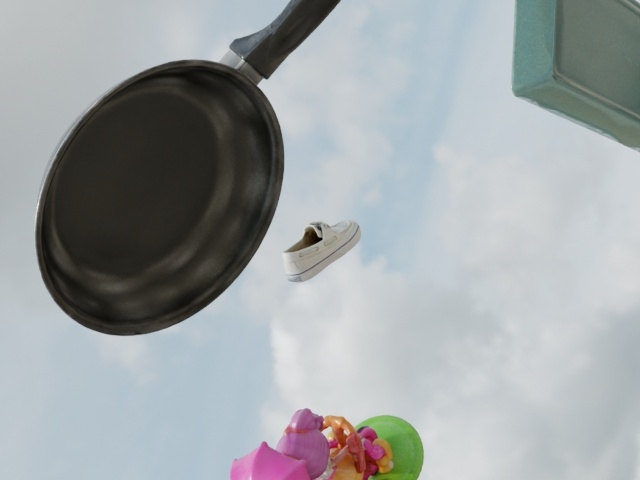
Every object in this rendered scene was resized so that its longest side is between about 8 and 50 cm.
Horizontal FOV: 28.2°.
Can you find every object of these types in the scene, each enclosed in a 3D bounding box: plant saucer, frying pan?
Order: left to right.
[{"bbox_3d":[-0.086,-0.088,0.833,0.197,0.053,0.326,5,-71,-47],"label":"frying pan"},{"bbox_3d":[0.136,-0.080,0.576,0.192,0.018,0.067,11,-100,-54],"label":"plant saucer"}]

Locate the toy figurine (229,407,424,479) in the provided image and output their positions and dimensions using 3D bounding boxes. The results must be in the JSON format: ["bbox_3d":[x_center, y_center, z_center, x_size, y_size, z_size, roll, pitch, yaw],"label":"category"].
[{"bbox_3d":[0.002,0.174,0.886,0.159,0.130,0.173,49,-129,-51],"label":"toy figurine"}]

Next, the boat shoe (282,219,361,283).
[{"bbox_3d":[0.000,0.000,1.101,0.100,0.035,0.035,-37,-65,-43],"label":"boat shoe"}]
